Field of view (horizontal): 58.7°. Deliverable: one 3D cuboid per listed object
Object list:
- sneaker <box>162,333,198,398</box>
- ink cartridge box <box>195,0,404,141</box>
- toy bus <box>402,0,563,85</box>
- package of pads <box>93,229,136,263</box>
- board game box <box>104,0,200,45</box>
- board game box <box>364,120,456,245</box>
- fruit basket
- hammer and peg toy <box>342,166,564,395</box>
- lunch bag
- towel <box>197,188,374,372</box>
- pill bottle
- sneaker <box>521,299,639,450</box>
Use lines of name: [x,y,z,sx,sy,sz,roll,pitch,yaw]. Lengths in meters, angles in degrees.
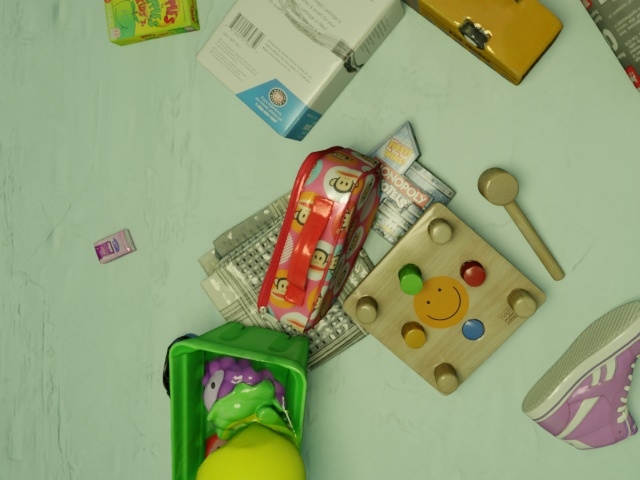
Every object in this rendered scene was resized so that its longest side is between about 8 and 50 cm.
sneaker: [-0.283,0.312,1.166,0.081,0.090,0.232,-2,94,14]
ink cartridge box: [-0.034,-0.369,1.022,0.223,0.129,0.307,43,103,7]
toy bus: [0.235,-0.407,0.951,0.332,0.130,0.108,40,104,8]
package of pads: [-0.436,0.013,1.208,0.083,0.032,0.050,-22,87,15]
board game box: [-0.337,-0.454,1.135,0.181,0.043,0.092,-6,93,15]
board game box: [0.140,-0.108,1.039,0.194,0.060,0.194,39,103,8]
fruit basket: [-0.139,0.362,0.966,0.282,0.392,0.392,10,97,13]
hammer and peg toy: [0.248,0.069,0.968,0.266,0.127,0.361,41,102,-3]
lunch bag: [0.000,0.000,0.926,0.120,0.258,0.293,22,109,10]
towel: [-0.055,0.086,1.108,0.312,0.056,0.324,-35,86,14]
pill bottle: [0.533,-0.324,0.869,0.161,0.161,0.283,-31,87,15]
sneaker: [0.498,0.239,0.968,0.161,0.102,0.282,37,113,5]
